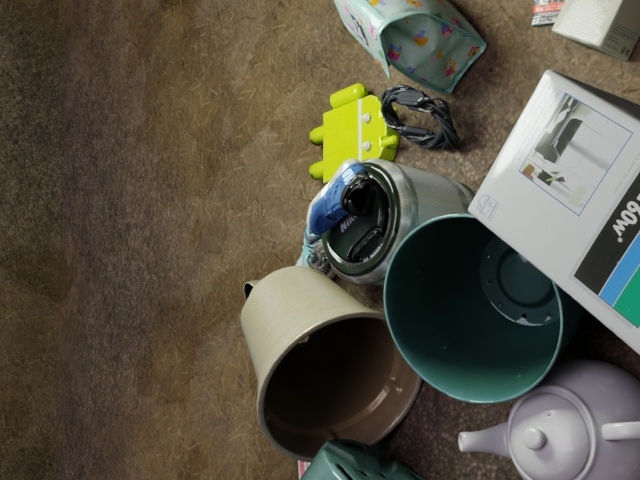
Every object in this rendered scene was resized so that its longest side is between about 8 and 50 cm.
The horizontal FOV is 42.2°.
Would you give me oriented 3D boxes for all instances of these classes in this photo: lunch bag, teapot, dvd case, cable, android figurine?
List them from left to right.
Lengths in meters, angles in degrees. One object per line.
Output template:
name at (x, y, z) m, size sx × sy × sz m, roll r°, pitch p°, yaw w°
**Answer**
android figurine at (0.073, -0.217, 1.811) m, size 0.273 × 0.056 × 0.248 m, roll -10°, pitch 75°, yaw 50°
lunch bag at (0.151, -0.417, 1.596) m, size 0.160 × 0.262 × 0.223 m, roll -54°, pitch 47°, yaw 28°
cable at (0.193, -0.237, 1.614) m, size 0.184 × 0.150 × 0.047 m, roll 14°, pitch 63°, yaw 50°
dvd case at (0.421, -0.444, 1.477) m, size 0.087 × 0.013 × 0.119 m, roll 8°, pitch 90°, yaw 50°
teapot at (0.378, 0.294, 1.247) m, size 0.252 × 0.187 × 0.256 m, roll 47°, pitch 117°, yaw 43°

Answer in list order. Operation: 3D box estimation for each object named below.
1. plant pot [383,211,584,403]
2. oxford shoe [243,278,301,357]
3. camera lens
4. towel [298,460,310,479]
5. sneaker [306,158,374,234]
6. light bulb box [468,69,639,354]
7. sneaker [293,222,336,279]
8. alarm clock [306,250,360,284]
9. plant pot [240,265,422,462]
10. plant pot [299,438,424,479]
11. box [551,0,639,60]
plant pot at (0.285, 0.082, 1.325) m, size 0.293 × 0.235 × 0.292 m, roll 9°, pitch 106°, yaw 34°
oxford shoe at (-0.111, 0.251, 1.873) m, size 0.123 × 0.130 × 0.348 m, roll -37°, pitch 56°, yaw 40°
camera lens at (0.155, -0.022, 1.502) m, size 0.219 × 0.274 × 0.219 m, roll -12°, pitch 74°, yaw 48°
towel at (0.023, 0.527, 1.746) m, size 0.197 × 0.029 × 0.144 m, roll -23°, pitch 66°, yaw 48°
sneaker at (0.035, -0.055, 1.389) m, size 0.152 × 0.058 × 0.084 m, roll -54°, pitch 38°, yaw 19°
light bulb box at (0.462, -0.018, 1.076) m, size 0.361 × 0.358 × 0.225 m, roll 48°, pitch 121°, yaw 45°
sneaker at (0.000, 0.000, 1.799) m, size 0.283 × 0.122 × 0.110 m, roll -49°, pitch 48°, yaw 32°
alarm clock at (0.065, 0.025, 1.698) m, size 0.192 × 0.064 × 0.129 m, roll -11°, pitch 106°, yaw 10°
plant pot at (-0.013, 0.214, 1.656) m, size 0.333 × 0.334 × 0.305 m, roll -67°, pitch 31°, yaw 16°
plant pot at (0.039, 0.567, 1.507) m, size 0.341 × 0.341 × 0.334 m, roll 36°, pitch 102°, yaw 47°
box at (0.491, -0.440, 1.331) m, size 0.113 × 0.094 × 0.275 m, roll 40°, pitch 113°, yaw 45°
